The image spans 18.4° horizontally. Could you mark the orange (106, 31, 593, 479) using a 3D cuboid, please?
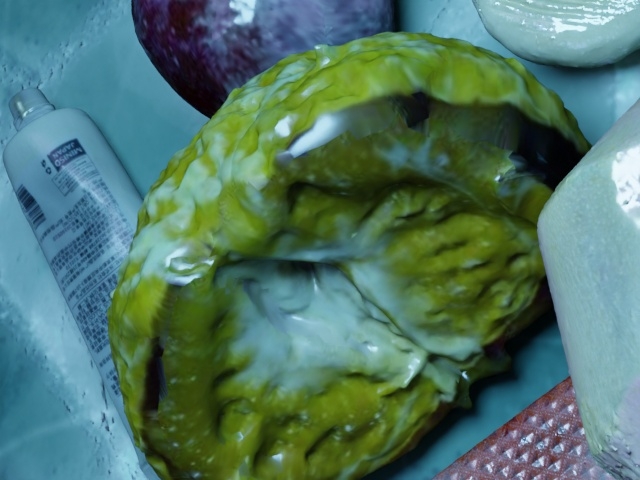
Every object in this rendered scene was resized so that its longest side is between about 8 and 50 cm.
[{"bbox_3d":[0.000,0.000,1.322,0.369,0.271,0.210,-47,45,19],"label":"orange"}]

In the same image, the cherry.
[{"bbox_3d":[-0.034,-0.167,1.440,0.195,0.195,0.195,-9,74,32],"label":"cherry"}]

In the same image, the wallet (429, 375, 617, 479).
[{"bbox_3d":[0.151,0.163,1.329,0.196,0.020,0.103,-41,61,20],"label":"wallet"}]

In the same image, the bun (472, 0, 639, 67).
[{"bbox_3d":[0.185,-0.207,1.345,0.183,0.102,0.183,1,92,21],"label":"bun"}]

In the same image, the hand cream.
[{"bbox_3d":[-0.161,0.018,1.556,0.124,0.077,0.341,-38,68,20],"label":"hand cream"}]

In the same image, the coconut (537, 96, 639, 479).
[{"bbox_3d":[0.248,0.018,1.170,0.233,0.233,0.245,-21,73,28],"label":"coconut"}]
